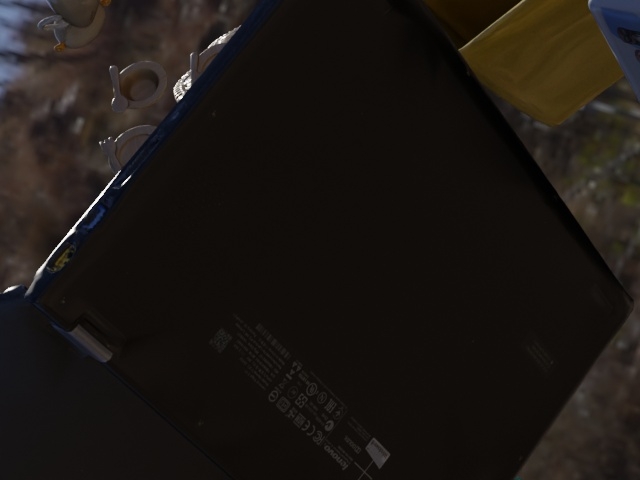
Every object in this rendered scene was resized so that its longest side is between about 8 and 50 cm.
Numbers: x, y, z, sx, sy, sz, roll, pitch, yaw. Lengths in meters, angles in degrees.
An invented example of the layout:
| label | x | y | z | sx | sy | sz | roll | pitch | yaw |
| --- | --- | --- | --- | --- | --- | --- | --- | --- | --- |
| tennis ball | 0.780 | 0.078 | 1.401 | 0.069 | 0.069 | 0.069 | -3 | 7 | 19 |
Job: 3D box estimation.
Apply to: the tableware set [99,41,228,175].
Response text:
| label | x | y | z | sx | sy | sz | roll | pitch | yaw |
| --- | --- | --- | --- | --- | --- | --- | --- | --- | --- |
| tableware set | -0.134 | -0.127 | 1.573 | 0.020 | 0.168 | 0.141 | 66 | -167 | -58 |

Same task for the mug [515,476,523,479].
| label | x | y | z | sx | sy | sz | roll | pitch | yaw |
| --- | --- | --- | --- | --- | --- | --- | --- | --- | --- |
| mug | 0.180 | 0.319 | 1.744 | 0.158 | 0.097 | 0.130 | -158 | 80 | -89 |

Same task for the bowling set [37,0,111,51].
| label | x | y | z | sx | sy | sz | roll | pitch | yaw |
| --- | --- | --- | --- | --- | --- | --- | --- | --- | --- |
| bowling set | -0.181 | -0.326 | 1.381 | 0.287 | 0.200 | 0.154 | -43 | -8 | -14 |

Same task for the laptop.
| label | x | y | z | sx | sy | sz | roll | pitch | yaw |
| --- | --- | --- | --- | --- | --- | --- | --- | --- | --- |
| laptop | -0.077 | 0.061 | 0.991 | 0.408 | 0.236 | 0.382 | -52 | -48 | -12 |

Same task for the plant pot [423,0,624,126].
| label | x | y | z | sx | sy | sz | roll | pitch | yaw |
| --- | --- | --- | --- | --- | --- | --- | --- | --- | --- |
| plant pot | 0.254 | -0.260 | 1.890 | 0.212 | 0.187 | 0.212 | -37 | 34 | 10 |

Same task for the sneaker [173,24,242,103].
| label | x | y | z | sx | sy | sz | roll | pitch | yaw |
| --- | --- | --- | --- | --- | --- | --- | --- | --- | --- |
| sneaker | -0.068 | -0.139 | 1.758 | 0.153 | 0.099 | 0.282 | 63 | -165 | -15 |

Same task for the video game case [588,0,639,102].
| label | x | y | z | sx | sy | sz | roll | pitch | yaw |
| --- | --- | --- | --- | --- | --- | --- | --- | --- | --- |
| video game case | 0.350 | -0.043 | 1.016 | 0.036 | 0.300 | 0.329 | -62 | -37 | -15 |
